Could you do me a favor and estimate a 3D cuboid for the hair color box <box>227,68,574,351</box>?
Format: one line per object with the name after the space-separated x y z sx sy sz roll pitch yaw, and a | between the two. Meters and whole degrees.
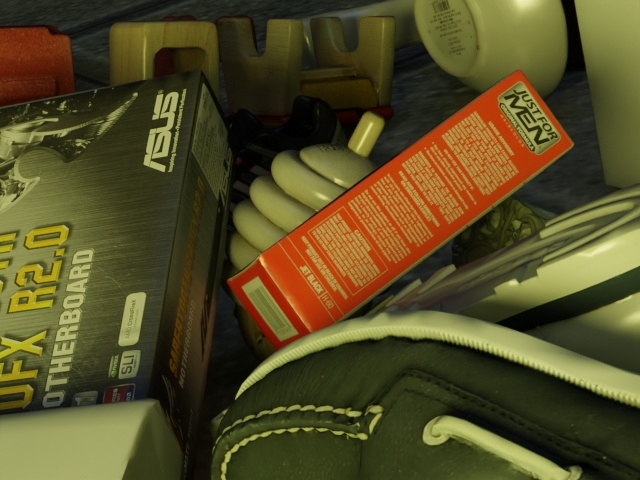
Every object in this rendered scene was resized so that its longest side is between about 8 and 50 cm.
0.033 -0.011 0.667 0.141 0.043 0.072 -35 1 -17 | hair color box

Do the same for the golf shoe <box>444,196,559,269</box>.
0.123 0.022 0.705 0.086 0.069 0.176 6 8 -28 | golf shoe

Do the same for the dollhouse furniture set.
-0.150 -0.066 1.017 0.374 0.152 0.201 -9 12 -41 | dollhouse furniture set

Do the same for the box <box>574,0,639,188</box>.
0.233 -0.112 0.851 0.170 0.130 0.091 -26 25 -31 | box

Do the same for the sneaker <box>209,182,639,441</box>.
0.057 0.062 0.594 0.235 0.095 0.090 -24 12 37 | sneaker

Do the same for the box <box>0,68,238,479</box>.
-0.139 0.034 0.688 0.183 0.056 0.231 -8 47 15 | box

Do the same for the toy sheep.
0.000 0.000 0.739 0.091 0.132 0.091 24 8 -4 | toy sheep

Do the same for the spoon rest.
0.083 -0.155 1.082 0.084 0.137 0.276 -25 13 -26 | spoon rest

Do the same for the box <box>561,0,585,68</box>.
0.239 -0.231 1.097 0.203 0.168 0.167 -4 23 25 | box

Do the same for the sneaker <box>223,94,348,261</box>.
-0.053 -0.037 0.919 0.170 0.075 0.063 -23 23 -22 | sneaker

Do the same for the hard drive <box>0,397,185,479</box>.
-0.237 0.159 0.515 0.353 0.047 0.233 -8 35 16 | hard drive

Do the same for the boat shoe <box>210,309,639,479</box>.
0.061 0.091 0.463 0.302 0.114 0.091 -2 26 46 | boat shoe
